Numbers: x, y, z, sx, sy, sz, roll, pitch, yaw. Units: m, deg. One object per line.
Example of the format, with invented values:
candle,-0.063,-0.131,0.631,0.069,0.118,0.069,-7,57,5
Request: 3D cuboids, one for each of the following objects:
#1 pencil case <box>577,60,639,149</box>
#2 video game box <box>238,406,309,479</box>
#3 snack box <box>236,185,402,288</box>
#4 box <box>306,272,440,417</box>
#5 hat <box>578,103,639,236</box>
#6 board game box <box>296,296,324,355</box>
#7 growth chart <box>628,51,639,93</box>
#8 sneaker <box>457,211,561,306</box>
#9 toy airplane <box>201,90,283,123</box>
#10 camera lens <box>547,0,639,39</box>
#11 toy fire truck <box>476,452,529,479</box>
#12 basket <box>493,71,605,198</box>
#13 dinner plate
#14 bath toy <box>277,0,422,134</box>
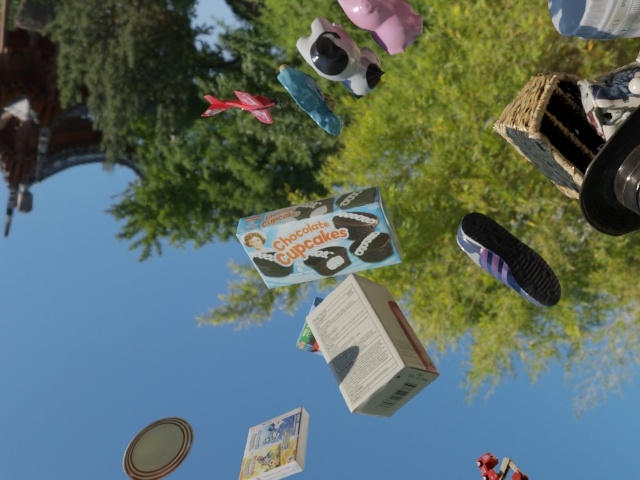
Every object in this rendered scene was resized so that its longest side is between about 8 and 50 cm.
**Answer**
pencil case,0.742,-0.320,1.261,0.410,0.160,0.183,-18,-151,23
video game box,-0.125,0.573,1.741,0.048,0.187,0.205,54,-161,-22
snack box,0.000,0.000,1.387,0.322,0.187,0.060,-12,-138,16
box,0.098,0.205,1.234,0.127,0.148,0.232,23,-151,-45
hat,0.612,-0.117,1.058,0.331,0.331,0.134,4,-149,-27
board game box,0.062,0.240,1.590,0.211,0.160,0.039,19,-143,-4
growth chart,0.399,-0.193,0.618,0.172,0.237,0.021,25,164,1
sneaker,0.493,0.061,1.669,0.112,0.131,0.319,-37,-109,-16
toy airplane,-0.138,-0.239,1.115,0.151,0.028,0.151,-1,170,0
camera lens,0.569,-0.471,1.106,0.274,0.219,0.219,-5,-155,-2
toy fire truck,0.582,0.743,2.021,0.047,0.135,0.192,33,-160,-18
basket,0.594,-0.243,1.438,0.299,0.213,0.223,38,-174,-13
dinner plate,-0.302,0.387,1.176,0.141,0.141,0.017,-3,-157,-38
bath toy,0.090,-0.331,0.983,0.151,0.348,0.129,-5,-126,-54
